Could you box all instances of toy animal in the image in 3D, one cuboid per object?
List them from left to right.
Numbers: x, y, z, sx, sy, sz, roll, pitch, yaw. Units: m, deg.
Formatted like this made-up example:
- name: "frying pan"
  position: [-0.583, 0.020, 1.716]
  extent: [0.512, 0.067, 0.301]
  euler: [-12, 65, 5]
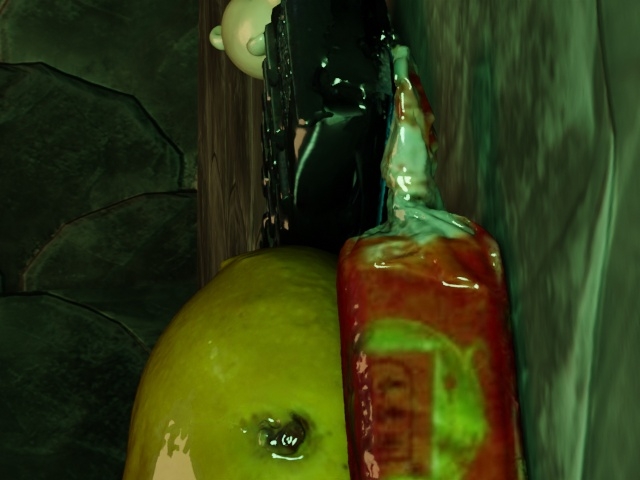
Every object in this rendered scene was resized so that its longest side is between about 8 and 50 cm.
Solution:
- name: "toy animal"
  position: [-0.018, -0.122, 1.025]
  extent: [0.114, 0.082, 0.091]
  euler: [-138, 48, -83]

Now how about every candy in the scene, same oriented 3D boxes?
- name: "candy"
  position: [0.038, 0.073, 0.666]
  extent: [0.086, 0.059, 0.292]
  euler: [101, 167, -71]

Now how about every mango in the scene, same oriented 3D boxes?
- name: "mango"
  position: [-0.012, 0.086, 0.813]
  extent: [0.236, 0.136, 0.166]
  euler: [154, 124, -87]

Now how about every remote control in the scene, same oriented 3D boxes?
- name: "remote control"
  position: [0.000, 0.000, 0.992]
  extent: [0.399, 0.062, 0.144]
  euler: [95, 172, -60]
